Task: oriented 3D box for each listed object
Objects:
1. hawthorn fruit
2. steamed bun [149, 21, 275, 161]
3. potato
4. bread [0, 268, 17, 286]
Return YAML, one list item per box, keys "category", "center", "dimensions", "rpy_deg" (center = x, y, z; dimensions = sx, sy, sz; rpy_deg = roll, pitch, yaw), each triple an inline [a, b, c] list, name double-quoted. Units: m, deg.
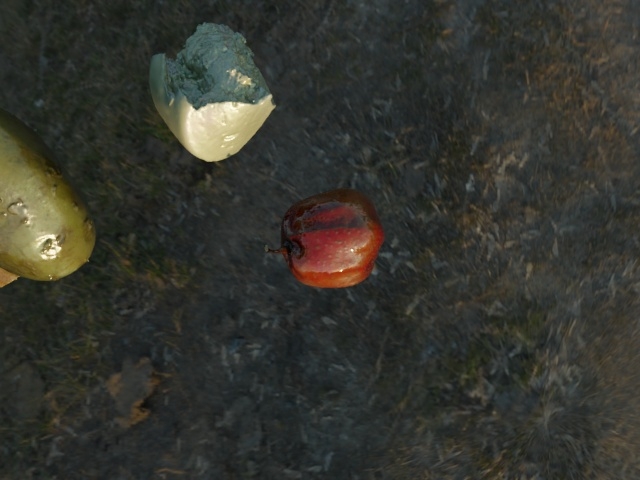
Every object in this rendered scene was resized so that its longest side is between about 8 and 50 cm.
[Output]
- category: "hawthorn fruit"
  center: [0.000, 0.000, 1.340]
  dimensions: [0.194, 0.157, 0.157]
  rpy_deg: [-10, 73, -22]
- category: "steamed bun"
  center: [-0.182, -0.249, 1.385]
  dimensions: [0.200, 0.170, 0.225]
  rpy_deg: [-52, 39, 9]
- category: "potato"
  center: [-0.453, -0.065, 1.252]
  dimensions: [0.173, 0.307, 0.210]
  rpy_deg: [-37, 34, -9]
- category: "bread"
  center: [-0.557, 0.045, 1.426]
  dimensions: [0.136, 0.054, 0.154]
  rpy_deg: [15, 121, 28]
